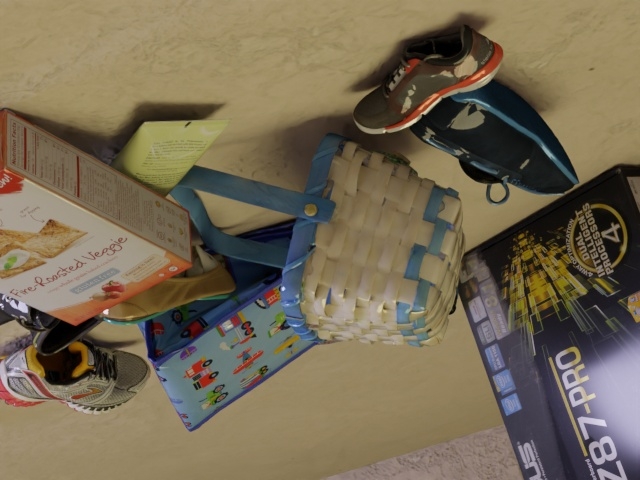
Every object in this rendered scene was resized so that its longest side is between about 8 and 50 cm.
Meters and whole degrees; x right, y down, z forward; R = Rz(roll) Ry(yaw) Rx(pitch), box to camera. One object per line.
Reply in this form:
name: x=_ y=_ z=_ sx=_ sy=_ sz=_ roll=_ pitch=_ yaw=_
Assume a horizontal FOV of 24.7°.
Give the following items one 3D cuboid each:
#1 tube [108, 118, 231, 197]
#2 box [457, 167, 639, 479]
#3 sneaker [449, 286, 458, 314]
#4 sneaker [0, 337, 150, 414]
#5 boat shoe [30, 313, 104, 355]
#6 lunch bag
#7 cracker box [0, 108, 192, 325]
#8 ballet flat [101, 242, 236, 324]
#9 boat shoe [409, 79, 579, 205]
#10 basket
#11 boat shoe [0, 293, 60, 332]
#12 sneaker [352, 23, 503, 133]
tube: x=-0.176 y=-0.052 z=1.383 sx=0.240 sy=0.062 sz=0.070 roll=-42 pitch=-167 yaw=48
box: x=0.361 y=0.146 z=1.896 sx=0.097 sy=0.394 sz=0.318 roll=-3 pitch=159 yaw=-41
sneaker: x=0.099 y=0.083 z=1.982 sx=0.188 sy=0.078 sz=0.067 roll=-6 pitch=161 yaw=-12
sneaker: x=-0.306 y=0.172 z=1.881 sx=0.225 sy=0.088 sz=0.093 roll=3 pitch=153 yaw=-47
boat shoe: x=-0.247 y=0.059 z=1.621 sx=0.081 sy=0.068 sz=0.228 roll=3 pitch=154 yaw=-47
lunch bag: x=-0.068 y=0.078 z=1.747 sx=0.293 sy=0.138 sz=0.221 roll=-24 pitch=153 yaw=-6
cracker box: x=-0.249 y=-0.013 z=1.312 sx=0.156 sy=0.067 sz=0.232 roll=-27 pitch=143 yaw=29
ballet flat: x=-0.151 y=0.035 z=1.525 sx=0.080 sy=0.073 sz=0.232 roll=6 pitch=-171 yaw=22
boat shoe: x=0.171 y=-0.104 z=1.476 sx=0.089 sy=0.109 sz=0.258 roll=-37 pitch=140 yaw=19
basket: x=0.000 y=0.000 z=1.499 sx=0.289 sy=0.201 sz=0.255 roll=10 pitch=167 yaw=9
boat shoe: x=-0.296 y=0.058 z=1.561 sx=0.228 sy=0.076 sz=0.080 roll=-27 pitch=159 yaw=29
sneaker: x=0.086 y=-0.154 z=1.330 sx=0.158 sy=0.061 sz=0.065 roll=-27 pitch=133 yaw=28
